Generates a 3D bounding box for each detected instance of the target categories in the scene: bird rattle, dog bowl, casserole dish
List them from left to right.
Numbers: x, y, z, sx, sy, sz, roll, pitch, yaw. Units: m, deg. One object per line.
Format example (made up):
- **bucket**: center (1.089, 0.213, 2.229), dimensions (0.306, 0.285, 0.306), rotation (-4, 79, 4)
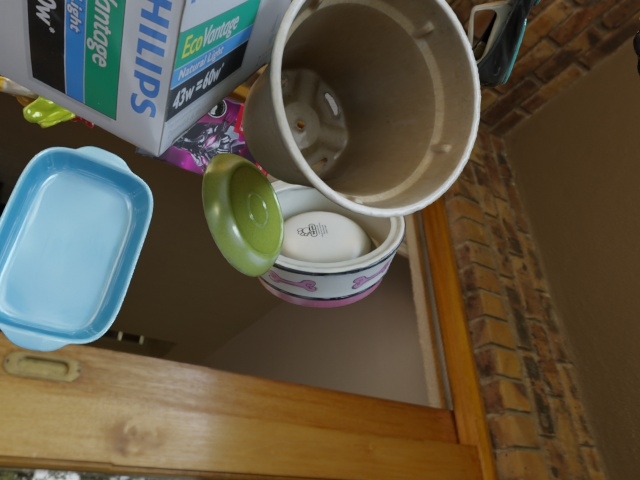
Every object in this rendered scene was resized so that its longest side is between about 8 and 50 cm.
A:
- **bird rattle**: center (-0.705, -0.380, 1.240), dimensions (0.253, 0.206, 0.143), rotation (-119, -136, -71)
- **casserole dish**: center (-0.227, 0.005, 0.436), dimensions (0.037, 0.114, 0.189), rotation (-20, -126, 55)
- **dog bowl**: center (0.000, 0.000, 1.198), dimensions (0.408, 0.407, 0.151), rotation (-110, -162, -50)

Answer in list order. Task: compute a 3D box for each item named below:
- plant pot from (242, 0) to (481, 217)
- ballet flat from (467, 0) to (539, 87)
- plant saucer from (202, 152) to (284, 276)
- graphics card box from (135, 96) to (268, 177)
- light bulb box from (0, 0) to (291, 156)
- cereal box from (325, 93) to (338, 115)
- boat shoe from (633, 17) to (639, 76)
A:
- **plant pot**: center (0.021, -0.207, 0.771), dimensions (0.305, 0.333, 0.334), rotation (8, -100, 62)
- **ballet flat**: center (0.294, -0.372, 0.749), dimensions (0.095, 0.096, 0.281), rotation (-84, -175, -48)
- **plant saucer**: center (-0.130, -0.053, 0.901), dimensions (0.037, 0.241, 0.241), rotation (-15, -124, 24)
- **graphics card box**: center (-0.307, -0.300, 1.362), dimensions (0.094, 0.370, 0.233), rotation (-103, -147, -76)
- **light bulb box**: center (-0.250, -0.347, 0.601), dimensions (0.225, 0.360, 0.358), rotation (-62, 180, 42)
- **cereal box**: center (0.073, -0.377, 1.208), dimensions (0.172, 0.240, 0.047), rotation (11, -130, 28)
- **boat shoe**: center (0.367, -0.211, 0.270), dimensions (0.340, 0.157, 0.127), rotation (120, -41, -70)
